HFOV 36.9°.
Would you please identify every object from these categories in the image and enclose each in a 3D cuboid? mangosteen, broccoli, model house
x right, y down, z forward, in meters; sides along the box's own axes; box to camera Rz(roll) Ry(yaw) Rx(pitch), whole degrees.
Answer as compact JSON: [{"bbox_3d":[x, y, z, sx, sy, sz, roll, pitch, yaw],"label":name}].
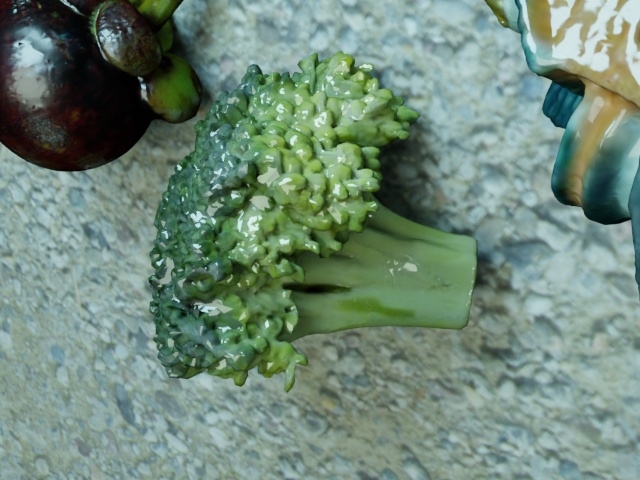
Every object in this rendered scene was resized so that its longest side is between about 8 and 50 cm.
[{"bbox_3d":[-0.190,-0.137,0.783,0.184,0.172,0.172,6,113,9],"label":"mangosteen"},{"bbox_3d":[0.000,0.000,0.724,0.243,0.263,0.247,14,154,0],"label":"broccoli"},{"bbox_3d":[0.184,-0.079,0.540,0.291,0.253,0.184,42,114,35],"label":"model house"}]
